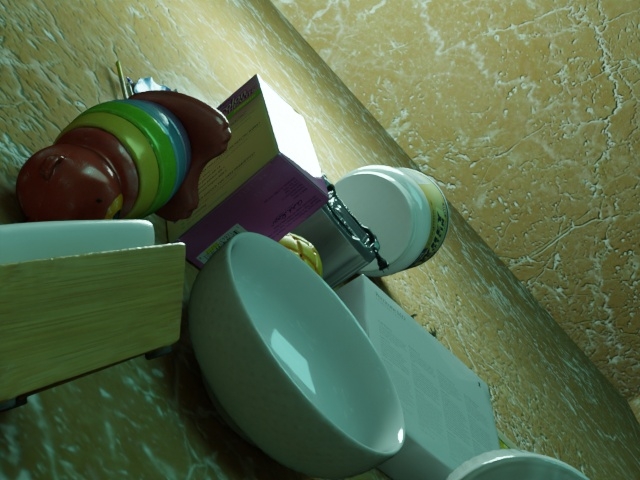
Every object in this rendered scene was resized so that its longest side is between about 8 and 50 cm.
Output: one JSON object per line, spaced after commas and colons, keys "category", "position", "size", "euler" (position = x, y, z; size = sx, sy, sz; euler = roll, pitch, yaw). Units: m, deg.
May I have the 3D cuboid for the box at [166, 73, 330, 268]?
{"category": "box", "position": [-0.121, -0.095, 1.414], "size": [0.117, 0.214, 0.243], "euler": [40, 19, -35]}

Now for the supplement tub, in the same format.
{"category": "supplement tub", "position": [0.133, -0.042, 1.960], "size": [0.228, 0.228, 0.316], "euler": [54, 17, 9]}

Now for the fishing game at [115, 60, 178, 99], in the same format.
{"category": "fishing game", "position": [-0.249, -0.215, 1.636], "size": [0.264, 0.041, 0.189], "euler": [38, 24, -40]}

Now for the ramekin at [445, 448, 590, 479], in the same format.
{"category": "ramekin", "position": [0.274, 0.419, 1.322], "size": [0.273, 0.273, 0.127], "euler": [51, 1, -4]}

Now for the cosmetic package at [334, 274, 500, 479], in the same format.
{"category": "cosmetic package", "position": [0.160, 0.272, 1.538], "size": [0.377, 0.097, 0.284], "euler": [42, 30, -31]}

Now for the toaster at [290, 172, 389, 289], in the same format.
{"category": "toaster", "position": [0.000, 0.000, 1.656], "size": [0.227, 0.146, 0.129], "euler": [50, 17, -4]}

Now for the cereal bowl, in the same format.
{"category": "cereal bowl", "position": [-0.049, 0.161, 1.193], "size": [0.339, 0.141, 0.339], "euler": [46, 18, -19]}

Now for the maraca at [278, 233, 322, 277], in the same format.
{"category": "maraca", "position": [-0.068, 0.052, 1.465], "size": [0.127, 0.099, 0.186], "euler": [52, 42, 8]}

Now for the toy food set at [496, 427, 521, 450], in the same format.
{"category": "toy food set", "position": [0.345, 0.463, 1.735], "size": [0.128, 0.071, 0.218], "euler": [40, 23, -11]}

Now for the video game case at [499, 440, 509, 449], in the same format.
{"category": "video game case", "position": [0.443, 0.542, 1.903], "size": [0.275, 0.035, 0.248], "euler": [44, 18, -24]}

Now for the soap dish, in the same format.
{"category": "soap dish", "position": [-0.254, 0.073, 0.710], "size": [0.118, 0.229, 0.291], "euler": [70, 18, 3]}

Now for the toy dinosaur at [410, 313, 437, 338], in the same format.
{"category": "toy dinosaur", "position": [0.180, 0.193, 1.776], "size": [0.183, 0.053, 0.093], "euler": [47, 31, 12]}

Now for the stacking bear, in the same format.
{"category": "stacking bear", "position": [-0.257, -0.084, 1.145], "size": [0.164, 0.175, 0.289], "euler": [33, 25, 5]}
